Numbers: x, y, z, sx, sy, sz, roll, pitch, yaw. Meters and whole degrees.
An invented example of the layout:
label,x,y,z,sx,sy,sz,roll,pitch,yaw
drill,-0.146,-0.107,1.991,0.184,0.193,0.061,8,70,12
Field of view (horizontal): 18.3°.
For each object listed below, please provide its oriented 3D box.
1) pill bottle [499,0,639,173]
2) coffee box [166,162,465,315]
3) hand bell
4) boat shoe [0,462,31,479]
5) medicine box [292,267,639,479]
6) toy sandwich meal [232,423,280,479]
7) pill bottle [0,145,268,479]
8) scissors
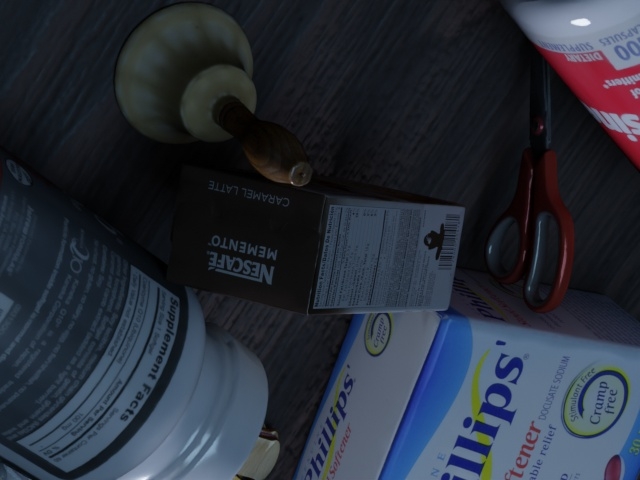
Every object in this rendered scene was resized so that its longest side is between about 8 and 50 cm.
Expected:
label,x,y,z,sx,sy,sz,roll,pitch,yaw
pill bottle,0.349,-0.161,1.770,0.229,0.229,0.407,-46,125,-1
coffee box,0.000,0.000,1.648,0.246,0.141,0.098,2,99,-59
hand bell,-0.063,-0.095,1.579,0.126,0.242,0.126,-12,117,-23
boat shoe,-0.292,0.189,1.626,0.066,0.063,0.184,-52,134,-10
medicine box,0.154,0.177,1.878,0.289,0.149,0.263,10,108,-31
toy sandwich meal,-0.079,0.195,1.837,0.085,0.029,0.086,-11,118,-23
pill bottle,-0.225,0.074,1.595,0.363,0.210,0.210,38,93,-36
scissors,0.206,-0.084,1.793,0.021,0.109,0.297,0,106,-35
